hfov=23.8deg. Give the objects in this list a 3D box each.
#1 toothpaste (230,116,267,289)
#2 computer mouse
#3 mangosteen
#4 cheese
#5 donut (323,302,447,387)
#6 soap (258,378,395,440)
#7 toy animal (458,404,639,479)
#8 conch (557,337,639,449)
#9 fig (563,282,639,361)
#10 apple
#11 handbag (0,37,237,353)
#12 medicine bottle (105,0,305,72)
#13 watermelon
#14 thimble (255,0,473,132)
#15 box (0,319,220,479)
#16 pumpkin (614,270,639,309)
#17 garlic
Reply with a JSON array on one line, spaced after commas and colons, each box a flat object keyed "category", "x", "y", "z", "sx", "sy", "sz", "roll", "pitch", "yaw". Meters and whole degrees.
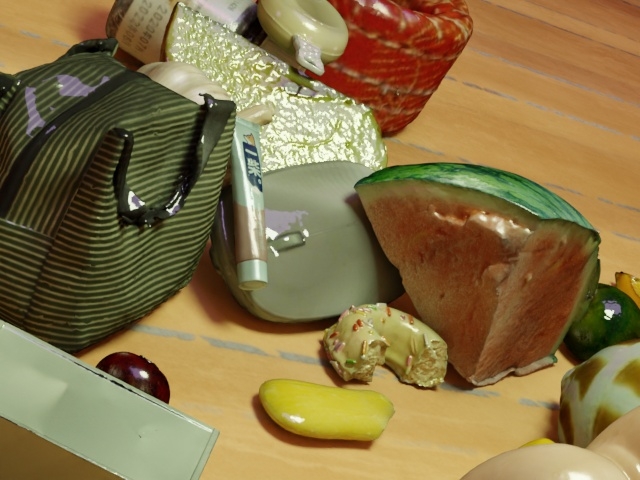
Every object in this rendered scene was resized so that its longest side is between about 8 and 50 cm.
[{"category": "toothpaste", "x": -0.082, "y": -0.046, "z": 1.714, "sx": 0.056, "sy": 0.036, "sz": 0.205, "roll": 24, "pitch": 56, "yaw": -50}, {"category": "computer mouse", "x": 0.004, "y": -0.003, "z": 1.827, "sx": 0.331, "sy": 0.095, "sz": 0.197, "roll": -14, "pitch": 77, "yaw": -49}, {"category": "mangosteen", "x": -0.184, "y": 0.146, "z": 1.444, "sx": 0.081, "sy": 0.081, "sz": 0.081, "roll": 24, "pitch": 25, "yaw": -12}, {"category": "cheese", "x": -0.022, "y": -0.282, "z": 2.076, "sx": 0.137, "sy": 0.064, "sz": 0.227, "roll": 26, "pitch": 26, "yaw": -18}, {"category": "donut", "x": 0.071, "y": 0.117, "z": 1.777, "sx": 0.166, "sy": 0.065, "sz": 0.108, "roll": 6, "pitch": 33, "yaw": -41}, {"category": "soap", "x": 0.010, "y": 0.184, "z": 1.623, "sx": 0.168, "sy": 0.033, "sz": 0.089, "roll": 13, "pitch": 31, "yaw": -32}, {"category": "toy animal", "x": 0.248, "y": 0.289, "z": 1.363, "sx": 0.247, "sy": 0.345, "sz": 0.277, "roll": 15, "pitch": 60, "yaw": -51}, {"category": "conch", "x": 0.379, "y": 0.235, "z": 1.733, "sx": 0.249, "sy": 0.197, "sz": 0.368, "roll": 60, "pitch": 16, "yaw": -20}, {"category": "fig", "x": 0.407, "y": 0.125, "z": 2.089, "sx": 0.177, "sy": 0.117, "sz": 0.117, "roll": 24, "pitch": 23, "yaw": -36}, {"category": "apple", "x": -0.079, "y": -0.159, "z": 2.010, "sx": 0.346, "sy": 0.179, "sz": 0.254, "roll": 30, "pitch": 12, "yaw": -9}, {"category": "handbag", "x": -0.244, "y": -0.063, "z": 1.585, "sx": 0.247, "sy": 0.240, "sz": 0.340, "roll": 31, "pitch": 25, "yaw": 14}, {"category": "medicine bottle", "x": -0.158, "y": -0.290, "z": 2.190, "sx": 0.273, "sy": 0.165, "sz": 0.165, "roll": 32, "pitch": 25, "yaw": 0}, {"category": "watermelon", "x": 0.243, "y": 0.013, "z": 1.858, "sx": 0.292, "sy": 0.222, "sz": 0.319, "roll": -21, "pitch": 86, "yaw": -52}, {"category": "thimble", "x": 0.056, "y": -0.336, "z": 2.435, "sx": 0.350, "sy": 0.230, "sz": 0.350, "roll": 23, "pitch": 26, "yaw": -12}, {"category": "box", "x": -0.218, "y": 0.179, "z": 1.327, "sx": 0.225, "sy": 0.086, "sz": 0.129, "roll": 28, "pitch": 25, "yaw": -2}, {"category": "pumpkin", "x": 0.565, "y": 0.077, "z": 2.232, "sx": 0.139, "sy": 0.190, "sz": 0.280, "roll": 16, "pitch": 27, "yaw": -25}, {"category": "garlic", "x": -0.147, "y": -0.131, "z": 1.842, "sx": 0.199, "sy": 0.199, "sz": 0.226, "roll": 42, "pitch": 38, "yaw": 26}]
